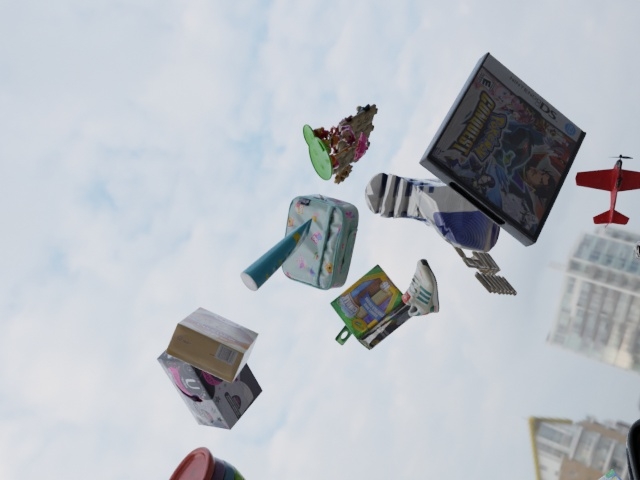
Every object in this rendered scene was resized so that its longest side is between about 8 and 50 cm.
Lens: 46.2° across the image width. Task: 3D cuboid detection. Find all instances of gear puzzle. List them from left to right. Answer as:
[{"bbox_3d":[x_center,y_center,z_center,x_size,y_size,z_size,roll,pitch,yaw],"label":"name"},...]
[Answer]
[{"bbox_3d":[0.094,-0.308,2.462,0.175,0.044,0.339,-35,-24,-27],"label":"gear puzzle"}]

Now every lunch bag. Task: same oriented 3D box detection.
[{"bbox_3d":[0.000,0.000,2.242,0.108,0.224,0.279,-4,-72,-49],"label":"lunch bag"}]

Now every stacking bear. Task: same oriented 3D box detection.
[{"bbox_3d":[-0.268,0.726,2.123,0.289,0.175,0.164,45,-132,-25],"label":"stacking bear"}]

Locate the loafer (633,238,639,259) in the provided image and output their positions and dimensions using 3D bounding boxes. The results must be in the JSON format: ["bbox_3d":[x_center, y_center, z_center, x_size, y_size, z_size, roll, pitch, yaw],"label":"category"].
[{"bbox_3d":[0.721,0.019,1.666,0.039,0.045,0.125,-38,-12,-13],"label":"loafer"}]

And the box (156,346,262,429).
[{"bbox_3d":[-0.297,0.368,2.040,0.163,0.142,0.247,-48,-58,-41],"label":"box"}]

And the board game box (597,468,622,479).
[{"bbox_3d":[0.588,0.597,1.632,0.201,0.035,0.136,-40,4,5],"label":"board game box"}]

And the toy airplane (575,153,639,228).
[{"bbox_3d":[0.546,-0.088,1.400,0.028,0.151,0.151,-92,5,-67],"label":"toy airplane"}]

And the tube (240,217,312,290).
[{"bbox_3d":[-0.091,0.030,1.680,0.207,0.052,0.080,-43,-11,-30],"label":"tube"}]

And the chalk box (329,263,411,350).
[{"bbox_3d":[0.121,0.191,1.967,0.213,0.132,0.132,-38,-28,2],"label":"chalk box"}]

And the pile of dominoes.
[{"bbox_3d":[0.388,0.065,1.868,0.040,0.196,0.251,-41,-23,21],"label":"pile of dominoes"}]

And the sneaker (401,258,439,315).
[{"bbox_3d":[0.217,0.112,1.662,0.075,0.057,0.161,-18,-47,-3],"label":"sneaker"}]

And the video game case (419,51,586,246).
[{"bbox_3d":[0.335,-0.167,1.347,0.275,0.248,0.035,-58,11,-26],"label":"video game case"}]

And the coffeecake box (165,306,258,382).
[{"bbox_3d":[-0.213,0.206,1.513,0.185,0.142,0.068,-51,-15,-84],"label":"coffeecake box"}]

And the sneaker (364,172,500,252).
[{"bbox_3d":[0.278,-0.084,1.711,0.182,0.316,0.127,-10,-62,-54],"label":"sneaker"}]

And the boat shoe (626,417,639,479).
[{"bbox_3d":[0.448,0.363,0.895,0.113,0.127,0.340,46,-146,-40],"label":"boat shoe"}]

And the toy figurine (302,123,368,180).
[{"bbox_3d":[0.055,-0.276,2.147,0.159,0.173,0.130,-23,-10,-22],"label":"toy figurine"}]
